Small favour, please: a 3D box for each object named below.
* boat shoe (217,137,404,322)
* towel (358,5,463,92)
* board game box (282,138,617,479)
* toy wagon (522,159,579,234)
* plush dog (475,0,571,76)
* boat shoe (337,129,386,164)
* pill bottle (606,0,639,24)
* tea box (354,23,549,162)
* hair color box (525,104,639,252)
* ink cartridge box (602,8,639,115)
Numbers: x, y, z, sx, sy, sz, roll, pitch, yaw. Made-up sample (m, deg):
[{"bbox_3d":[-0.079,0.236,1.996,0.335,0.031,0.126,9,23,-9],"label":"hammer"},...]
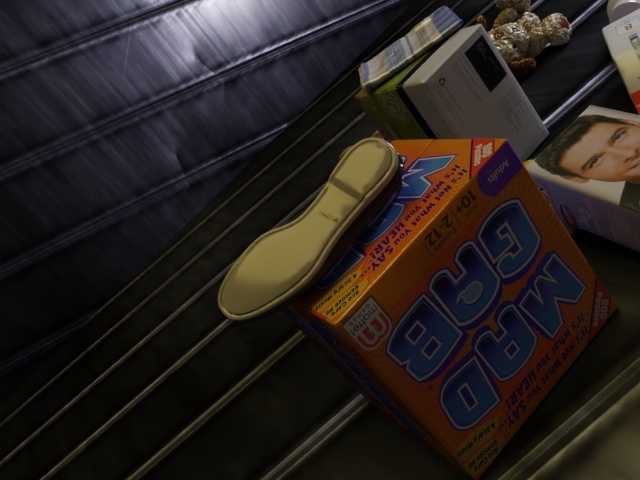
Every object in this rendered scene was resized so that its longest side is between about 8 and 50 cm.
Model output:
[{"bbox_3d":[0.000,0.000,0.933,0.335,0.095,0.112,-46,59,-3],"label":"boat shoe"},{"bbox_3d":[0.216,-0.482,1.627,0.285,0.034,0.209,-32,22,18],"label":"towel"},{"bbox_3d":[0.170,0.082,1.073,0.356,0.356,0.356,-46,22,-12],"label":"board game box"},{"bbox_3d":[0.456,-0.076,1.294,0.267,0.068,0.344,-46,22,-13],"label":"toy wagon"},{"bbox_3d":[0.576,-0.604,1.957,0.225,0.262,0.210,-40,-14,-24],"label":"plush dog"},{"bbox_3d":[0.172,-0.259,2.060,0.324,0.123,0.116,-25,33,48],"label":"boat shoe"},{"bbox_3d":[0.815,-0.625,1.685,0.121,0.121,0.216,-17,32,45],"label":"pill bottle"},{"bbox_3d":[0.318,-0.314,1.622,0.220,0.329,0.323,-46,21,-14],"label":"tea box"},{"bbox_3d":[0.533,-0.088,1.045,0.185,0.113,0.374,-43,33,-7],"label":"hair color box"},{"bbox_3d":[0.769,-0.400,1.323,0.308,0.091,0.385,-24,32,29],"label":"ink cartridge box"}]
